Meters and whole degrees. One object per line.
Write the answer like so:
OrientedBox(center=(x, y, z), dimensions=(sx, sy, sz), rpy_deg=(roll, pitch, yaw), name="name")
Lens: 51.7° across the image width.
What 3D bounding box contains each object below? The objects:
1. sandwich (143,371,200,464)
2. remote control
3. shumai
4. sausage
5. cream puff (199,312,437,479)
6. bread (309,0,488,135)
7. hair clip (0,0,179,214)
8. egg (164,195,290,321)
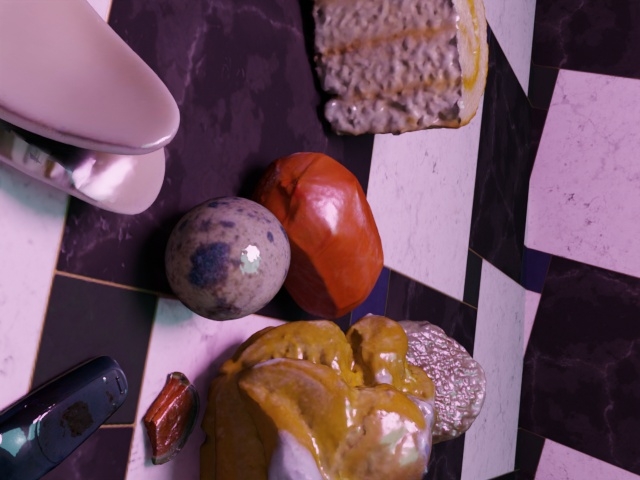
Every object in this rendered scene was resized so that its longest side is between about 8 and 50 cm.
OrientedBox(center=(-0.174, 0.213, 0.775), dimensions=(0.101, 0.026, 0.069), rpy_deg=(-63, 143, -35), name="sandwich")
OrientedBox(center=(-0.261, 0.180, 0.604), dimensions=(0.222, 0.042, 0.072), rpy_deg=(-40, 124, -53), name="remote control")
OrientedBox(center=(0.157, 0.278, 1.261), dimensions=(0.260, 0.222, 0.225), rpy_deg=(17, 61, -23), name="shumai")
OrientedBox(center=(0.001, -0.001, 0.938), dimensions=(0.141, 0.153, 0.268), rpy_deg=(-54, 139, -28), name="sausage")
OrientedBox(center=(-0.016, 0.252, 0.850), dimensions=(0.378, 0.275, 0.378), rpy_deg=(23, 90, -83), name="cream puff")
OrientedBox(center=(0.127, -0.381, 1.061), dimensions=(0.264, 0.239, 0.395), rpy_deg=(-48, 131, -54), name="bread")
OrientedBox(center=(-0.232, -0.145, 0.567), dimensions=(0.282, 0.113, 0.172), rpy_deg=(43, 52, -17), name="hair clip")
OrientedBox(center=(-0.105, 0.017, 0.772), dimensions=(0.182, 0.141, 0.141), rpy_deg=(-49, 136, -72), name="egg")
